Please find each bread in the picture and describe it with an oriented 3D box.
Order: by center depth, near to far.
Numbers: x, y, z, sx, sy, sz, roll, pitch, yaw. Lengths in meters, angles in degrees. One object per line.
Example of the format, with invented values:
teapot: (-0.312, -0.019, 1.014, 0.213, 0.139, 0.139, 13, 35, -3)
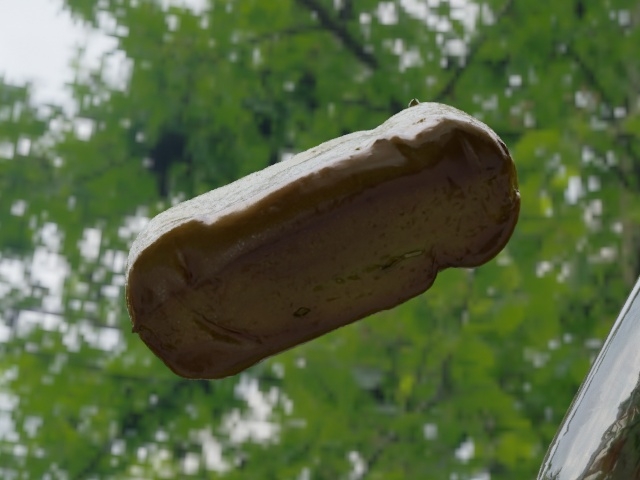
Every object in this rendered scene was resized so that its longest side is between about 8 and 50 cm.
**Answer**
bread: (0.000, 0.000, 1.150, 0.245, 0.094, 0.102, -22, -75, -3)

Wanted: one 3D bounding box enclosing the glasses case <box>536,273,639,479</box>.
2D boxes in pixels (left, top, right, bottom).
glasses case: (0.234, -0.015, 0.786, 0.156, 0.425, 0.098, 19, -20, 42)
